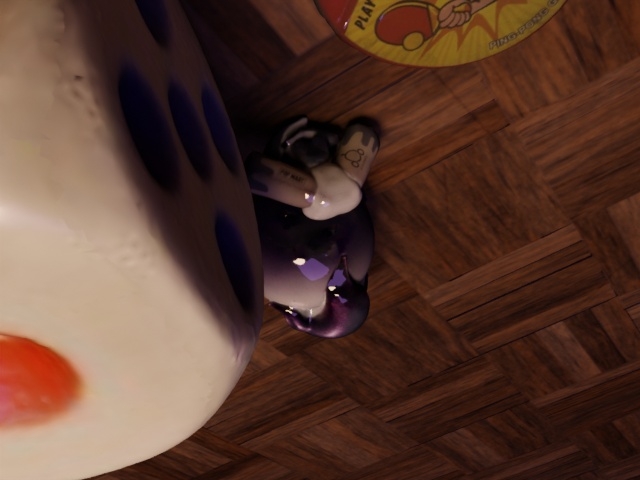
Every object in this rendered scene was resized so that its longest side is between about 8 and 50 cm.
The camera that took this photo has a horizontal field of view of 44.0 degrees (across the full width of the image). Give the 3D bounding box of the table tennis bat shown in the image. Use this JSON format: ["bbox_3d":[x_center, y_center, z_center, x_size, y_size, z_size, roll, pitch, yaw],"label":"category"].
[{"bbox_3d":[0.061,-0.220,0.589,0.310,0.038,0.200,3,139,-22],"label":"table tennis bat"}]

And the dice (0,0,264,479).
[{"bbox_3d":[-0.205,-0.033,0.535,0.277,0.304,0.304,-18,141,10],"label":"dice"}]

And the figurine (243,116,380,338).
[{"bbox_3d":[0.000,0.000,0.765,0.145,0.145,0.222,-5,140,-8],"label":"figurine"}]
